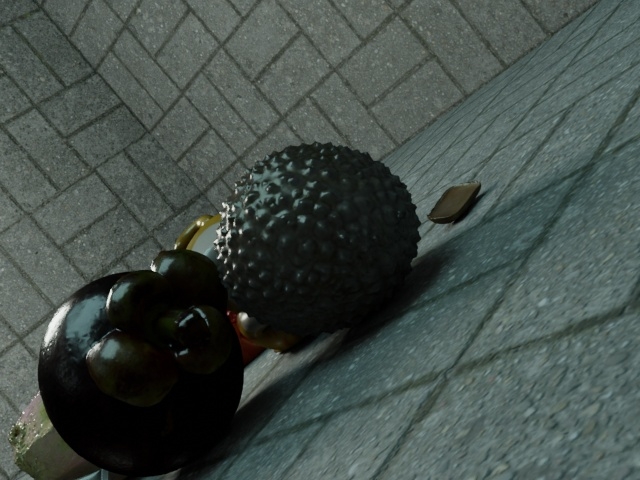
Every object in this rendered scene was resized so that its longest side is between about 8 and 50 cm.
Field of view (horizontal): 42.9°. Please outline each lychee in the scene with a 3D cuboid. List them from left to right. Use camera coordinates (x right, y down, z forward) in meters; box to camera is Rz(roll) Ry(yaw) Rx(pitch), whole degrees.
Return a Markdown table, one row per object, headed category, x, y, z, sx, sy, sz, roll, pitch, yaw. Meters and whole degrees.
| category | x | y | z | sx | sy | sz | roll | pitch | yaw |
| --- | --- | --- | --- | --- | --- | --- | --- | --- | --- |
| lychee | -0.002 | 0.005 | 1.164 | 0.300 | 0.300 | 0.300 | -40 | 6 | 5 |

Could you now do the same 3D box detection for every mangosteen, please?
| category | x | y | z | sx | sy | sz | roll | pitch | yaw |
| --- | --- | --- | --- | --- | --- | --- | --- | --- | --- |
| mangosteen | -0.245 | 0.171 | 1.179 | 0.307 | 0.307 | 0.347 | -46 | -7 | -46 |

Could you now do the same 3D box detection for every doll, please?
| category | x | y | z | sx | sy | sz | roll | pitch | yaw |
| --- | --- | --- | --- | --- | --- | --- | --- | --- | --- |
| doll | -0.108 | 0.070 | 1.351 | 0.167 | 0.269 | 0.162 | -36 | 13 | 15 |

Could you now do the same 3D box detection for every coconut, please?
| category | x | y | z | sx | sy | sz | roll | pitch | yaw |
| --- | --- | --- | --- | --- | --- | --- | --- | --- | --- |
| coconut | -0.410 | 0.330 | 1.453 | 0.245 | 0.233 | 0.233 | -42 | 5 | 21 |

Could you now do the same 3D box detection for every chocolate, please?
| category | x | y | z | sx | sy | sz | roll | pitch | yaw |
| --- | --- | --- | --- | --- | --- | --- | --- | --- | --- |
| chocolate | 0.220 | -0.056 | 1.314 | 0.065 | 0.031 | 0.100 | -10 | 30 | 43 |

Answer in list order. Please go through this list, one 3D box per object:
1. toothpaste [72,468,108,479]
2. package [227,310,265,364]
| category | x | y | z | sx | sy | sz | roll | pitch | yaw |
| --- | --- | --- | --- | --- | --- | --- | --- | --- | --- |
| toothpaste | -0.457 | 0.450 | 1.318 | 0.266 | 0.061 | 0.096 | -21 | 52 | 11 |
| package | -0.268 | 0.257 | 1.651 | 0.424 | 0.123 | 0.196 | -38 | 4 | 6 |
